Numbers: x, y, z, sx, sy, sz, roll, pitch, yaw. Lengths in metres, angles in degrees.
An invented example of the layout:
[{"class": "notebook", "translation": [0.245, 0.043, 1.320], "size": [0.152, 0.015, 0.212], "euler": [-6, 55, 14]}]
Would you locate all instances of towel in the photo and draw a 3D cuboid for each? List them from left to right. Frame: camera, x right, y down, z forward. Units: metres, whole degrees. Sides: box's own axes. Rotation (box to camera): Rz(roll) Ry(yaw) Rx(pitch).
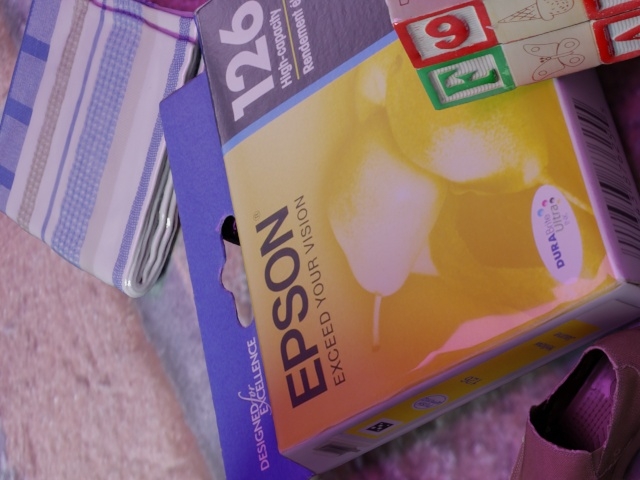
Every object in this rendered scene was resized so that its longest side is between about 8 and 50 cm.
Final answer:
[{"class": "towel", "translation": [-0.173, -0.090, 1.144], "size": [0.285, 0.034, 0.209], "euler": [25, 101, 52]}]

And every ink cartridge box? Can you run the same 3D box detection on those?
[{"class": "ink cartridge box", "translation": [0.016, -0.039, 0.842], "size": [0.307, 0.072, 0.304], "euler": [-30, 58, 29]}]

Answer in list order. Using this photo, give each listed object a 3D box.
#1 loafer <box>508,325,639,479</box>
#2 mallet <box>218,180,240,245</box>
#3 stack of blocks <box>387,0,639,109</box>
[{"class": "loafer", "translation": [0.119, 0.103, 0.720], "size": [0.056, 0.050, 0.148], "euler": [39, 109, 48]}, {"class": "mallet", "translation": [0.000, 0.000, 0.910], "size": [0.189, 0.039, 0.062], "euler": [31, 102, 46]}, {"class": "stack of blocks", "translation": [0.104, -0.231, 0.750], "size": [0.171, 0.087, 0.297], "euler": [-15, 63, 12]}]
